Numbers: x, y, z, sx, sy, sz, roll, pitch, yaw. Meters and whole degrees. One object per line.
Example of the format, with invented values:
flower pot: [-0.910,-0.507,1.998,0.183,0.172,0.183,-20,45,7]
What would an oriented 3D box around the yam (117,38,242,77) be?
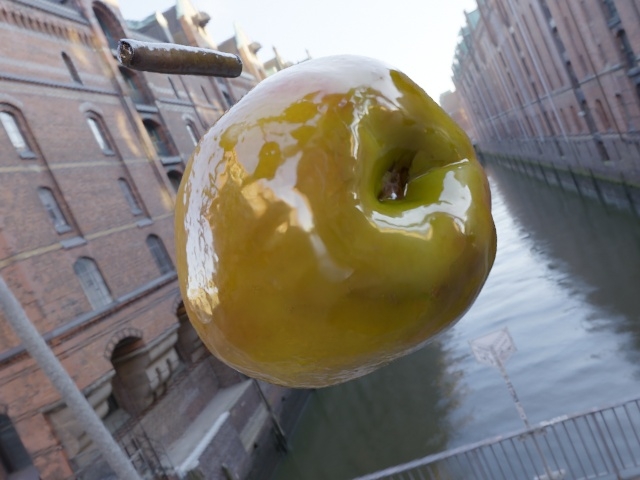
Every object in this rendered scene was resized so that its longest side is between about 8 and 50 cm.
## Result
yam: [-0.211,-0.280,0.853,0.046,0.046,0.264,-22,1,30]

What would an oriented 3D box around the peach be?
peach: [-0.004,-0.003,0.522,0.289,0.289,0.308,-28,-4,-39]
